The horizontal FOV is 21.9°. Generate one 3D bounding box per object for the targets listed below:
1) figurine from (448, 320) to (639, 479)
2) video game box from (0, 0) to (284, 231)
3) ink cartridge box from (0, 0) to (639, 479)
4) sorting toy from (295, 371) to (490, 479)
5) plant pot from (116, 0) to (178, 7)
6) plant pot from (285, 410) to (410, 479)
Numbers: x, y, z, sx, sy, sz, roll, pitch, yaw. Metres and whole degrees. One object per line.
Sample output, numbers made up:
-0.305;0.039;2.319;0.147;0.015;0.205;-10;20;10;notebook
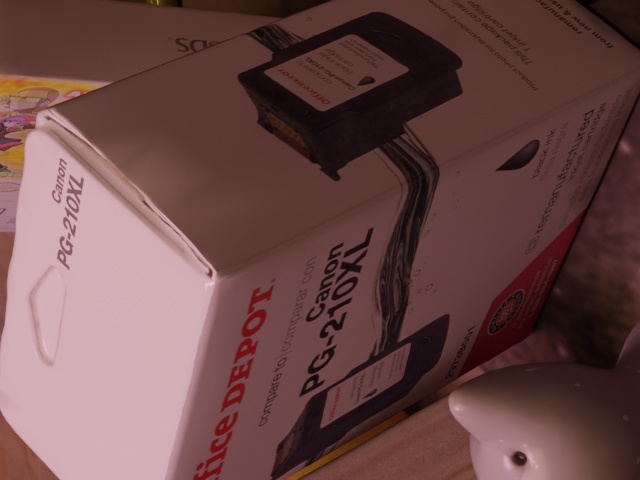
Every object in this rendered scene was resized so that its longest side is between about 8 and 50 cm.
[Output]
0.149;0.103;0.566;0.092;0.209;0.215;-28;88;53;figurine
-0.094;-0.052;0.778;0.187;0.205;0.048;-29;64;54;video game box
0.000;0.000;0.663;0.100;0.237;0.172;43;139;26;ink cartridge box
0.050;0.178;0.688;0.196;0.348;0.047;61;-179;5;sorting toy
-0.257;-0.100;0.902;0.276;0.254;0.276;27;130;38;plant pot
0.014;0.130;0.834;0.095;0.134;0.134;10;122;18;plant pot
